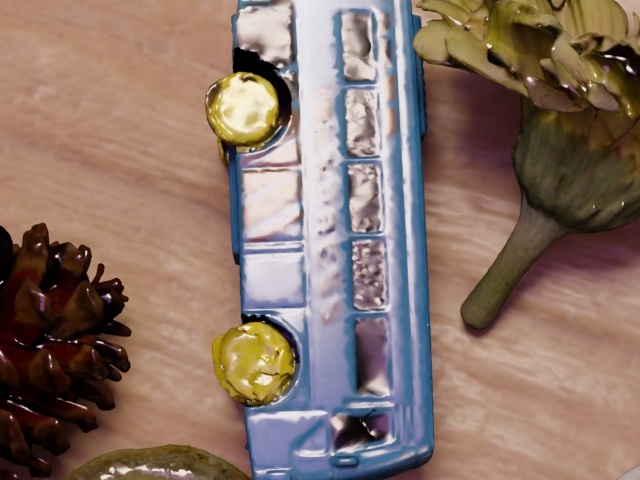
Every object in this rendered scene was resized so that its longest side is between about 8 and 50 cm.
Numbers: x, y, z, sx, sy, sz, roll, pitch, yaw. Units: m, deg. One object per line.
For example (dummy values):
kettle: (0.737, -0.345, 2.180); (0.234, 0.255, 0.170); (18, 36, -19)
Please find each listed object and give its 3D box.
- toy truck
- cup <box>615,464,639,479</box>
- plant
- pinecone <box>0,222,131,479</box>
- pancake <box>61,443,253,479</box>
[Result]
toy truck: (0.000, 0.000, 1.154); (0.162, 0.161, 0.384); (-2, 80, -1)
cup: (0.303, 0.276, 1.010); (0.275, 0.356, 0.259); (6, 125, 3)
plant: (0.183, -0.077, 1.087); (0.297, 0.261, 0.306); (-44, 67, 0)
pinecone: (-0.276, 0.091, 1.140); (0.292, 0.246, 0.246); (-30, 78, -19)
pancake: (-0.118, 0.258, 1.133); (0.254, 0.037, 0.253); (6, 53, -8)
